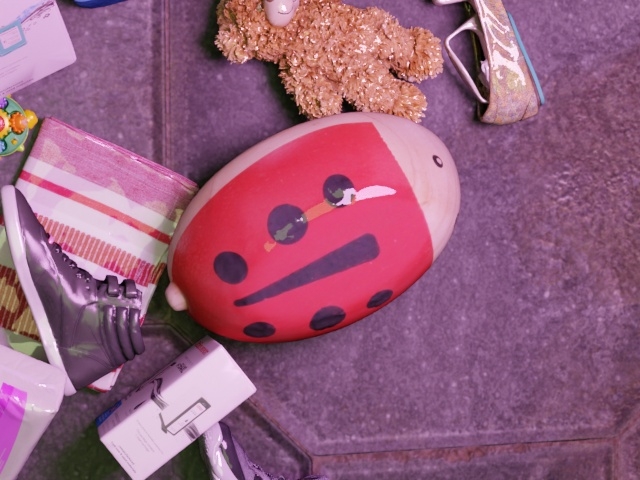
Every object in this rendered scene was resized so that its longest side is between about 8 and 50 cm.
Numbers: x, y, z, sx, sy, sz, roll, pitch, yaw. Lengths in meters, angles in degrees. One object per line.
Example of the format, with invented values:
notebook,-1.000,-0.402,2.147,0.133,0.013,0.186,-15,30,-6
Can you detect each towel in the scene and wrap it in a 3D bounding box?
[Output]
towel,-0.336,0.024,1.634,0.237,0.037,0.329,24,88,-13

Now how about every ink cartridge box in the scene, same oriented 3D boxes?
ink cartridge box,-0.201,0.227,1.621,0.203,0.148,0.086,-38,99,-10
ink cartridge box,-0.448,-0.315,1.435,0.197,0.270,0.198,-29,74,-11

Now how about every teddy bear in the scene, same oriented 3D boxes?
teddy bear,0.022,-0.280,1.665,0.338,0.113,0.245,40,82,-13

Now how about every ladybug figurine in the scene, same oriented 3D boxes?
ladybug figurine,0.000,0.000,1.620,0.449,0.162,0.305,-28,117,-5

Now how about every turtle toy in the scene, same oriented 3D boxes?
turtle toy,-0.447,-0.166,1.578,0.130,0.066,0.095,44,83,-12

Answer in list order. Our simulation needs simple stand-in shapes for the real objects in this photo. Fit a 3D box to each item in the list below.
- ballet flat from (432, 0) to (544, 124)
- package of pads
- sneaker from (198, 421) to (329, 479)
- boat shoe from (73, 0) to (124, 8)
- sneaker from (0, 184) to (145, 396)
ballet flat,0.224,-0.333,1.714,0.123,0.123,0.348,-21,99,-12
package of pads,-0.511,0.215,1.525,0.296,0.101,0.229,26,120,-14
sneaker,-0.068,0.352,1.690,0.153,0.101,0.268,-25,105,-12
boat shoe,-0.220,-0.389,1.601,0.258,0.109,0.089,-16,91,-14
sneaker,-0.324,0.049,1.573,0.147,0.104,0.296,-20,103,-10
